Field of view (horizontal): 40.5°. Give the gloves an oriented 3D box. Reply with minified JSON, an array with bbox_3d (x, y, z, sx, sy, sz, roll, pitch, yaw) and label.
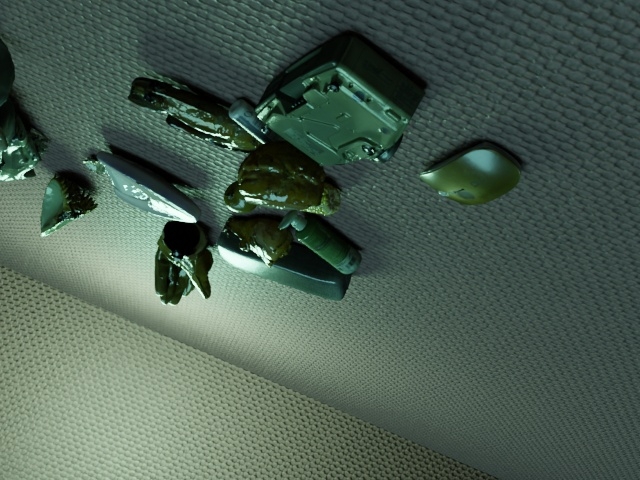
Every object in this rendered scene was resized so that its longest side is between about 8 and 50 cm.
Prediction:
[{"bbox_3d":[-0.354,0.055,2.249,0.154,0.141,0.331,-1,152,-10],"label":"gloves"}]

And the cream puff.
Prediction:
[{"bbox_3d":[-0.064,-0.110,1.461,0.165,0.115,0.150,7,179,35],"label":"cream puff"}]

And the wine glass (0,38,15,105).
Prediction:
[{"bbox_3d":[-0.635,-0.351,1.388,0.267,0.267,0.406,24,165,-4],"label":"wine glass"}]

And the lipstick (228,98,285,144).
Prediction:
[{"bbox_3d":[-0.098,-0.190,1.501,0.141,0.040,0.040,36,156,-34],"label":"lipstick"}]

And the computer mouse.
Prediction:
[{"bbox_3d":[0.233,-0.100,1.379,0.102,0.045,0.199,32,157,-18],"label":"computer mouse"}]

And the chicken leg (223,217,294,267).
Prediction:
[{"bbox_3d":[-0.140,-0.006,1.951,0.207,0.085,0.101,16,148,43],"label":"chicken leg"}]

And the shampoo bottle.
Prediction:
[{"bbox_3d":[0.000,0.000,1.843,0.065,0.065,0.204,-1,149,48],"label":"shampoo bottle"}]

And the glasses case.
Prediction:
[{"bbox_3d":[-0.086,0.053,2.052,0.323,0.074,0.131,18,158,12],"label":"glasses case"}]

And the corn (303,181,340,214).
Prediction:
[{"bbox_3d":[-0.044,-0.090,1.668,0.165,0.063,0.085,12,-179,32],"label":"corn"}]

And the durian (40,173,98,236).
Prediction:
[{"bbox_3d":[-0.651,-0.078,2.225,0.144,0.139,0.252,30,158,-32],"label":"durian"}]

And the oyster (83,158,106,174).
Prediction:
[{"bbox_3d":[-0.515,-0.176,2.004,0.054,0.019,0.083,35,159,-27],"label":"oyster"}]

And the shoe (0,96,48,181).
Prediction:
[{"bbox_3d":[-0.684,-0.232,1.952,0.149,0.109,0.293,-10,156,-32],"label":"shoe"}]

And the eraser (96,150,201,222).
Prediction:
[{"bbox_3d":[-0.375,-0.112,1.961,0.243,0.059,0.204,24,160,7],"label":"eraser"}]

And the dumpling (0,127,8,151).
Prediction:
[{"bbox_3d":[-0.773,-0.307,1.749,0.166,0.086,0.332,7,134,47],"label":"dumpling"}]

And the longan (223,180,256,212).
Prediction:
[{"bbox_3d":[-0.164,-0.090,1.770,0.075,0.075,0.083,6,-178,37],"label":"longan"}]

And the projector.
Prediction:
[{"bbox_3d":[0.031,-0.189,1.301,0.193,0.088,0.269,33,158,-21],"label":"projector"}]

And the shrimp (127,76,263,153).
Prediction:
[{"bbox_3d":[-0.220,-0.215,1.559,0.253,0.058,0.173,22,168,-3],"label":"shrimp"}]
